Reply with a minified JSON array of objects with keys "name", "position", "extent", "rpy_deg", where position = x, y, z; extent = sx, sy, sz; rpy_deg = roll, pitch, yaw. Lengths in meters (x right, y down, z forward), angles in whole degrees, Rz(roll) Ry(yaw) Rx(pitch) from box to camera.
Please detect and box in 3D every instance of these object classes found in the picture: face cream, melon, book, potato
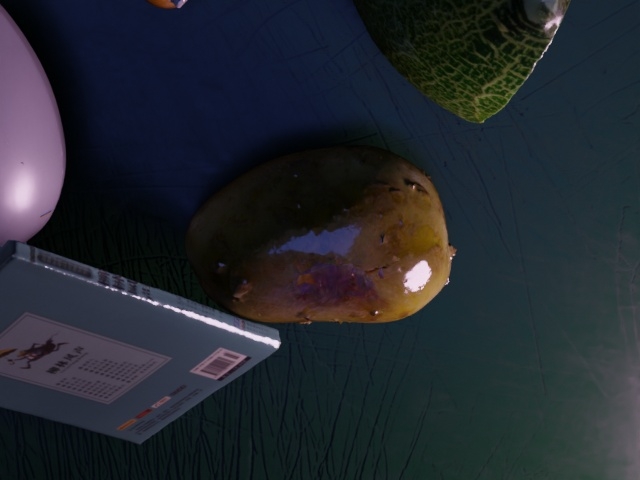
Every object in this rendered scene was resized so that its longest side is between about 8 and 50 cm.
[{"name":"face cream","position":[-0.440,-0.084,1.876],"extent":[0.312,0.219,0.357],"rpy_deg":[-8,106,-2]},{"name":"melon","position":[0.146,-0.284,1.775],"extent":[0.226,0.343,0.331],"rpy_deg":[-16,100,-1]},{"name":"book","position":[-0.264,0.124,1.865],"extent":[0.264,0.031,0.379],"rpy_deg":[-36,140,30]},{"name":"potato","position":[0.000,0.000,1.917],"extent":[0.307,0.173,0.210],"rpy_deg":[-7,122,-1]}]

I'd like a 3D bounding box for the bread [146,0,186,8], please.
[{"name":"bread","position":[-0.212,-0.368,1.855],"extent":[0.107,0.136,0.241],"rpy_deg":[-38,101,8]}]
